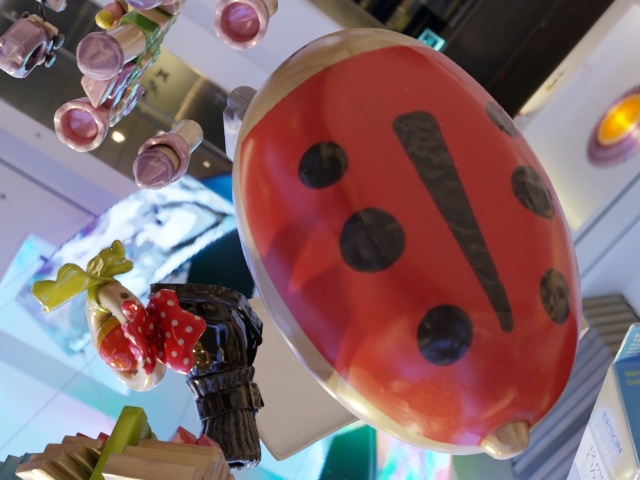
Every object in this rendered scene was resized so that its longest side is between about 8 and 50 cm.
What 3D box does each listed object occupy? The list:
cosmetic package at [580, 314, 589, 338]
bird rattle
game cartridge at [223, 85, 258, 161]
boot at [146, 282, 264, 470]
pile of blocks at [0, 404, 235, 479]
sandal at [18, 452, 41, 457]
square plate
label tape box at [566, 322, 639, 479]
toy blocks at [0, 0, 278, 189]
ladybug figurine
[{"bbox_3d":[0.308,0.086,1.123,0.041,0.060,0.115,-11,-124,-16],"label":"cosmetic package"},{"bbox_3d":[-0.261,0.119,1.161,0.254,0.206,0.143,30,-133,24],"label":"bird rattle"},{"bbox_3d":[-0.007,-0.075,1.155,0.297,0.062,0.198,38,167,7],"label":"game cartridge"},{"bbox_3d":[-0.171,0.222,1.309,0.348,0.131,0.260,51,-141,-62],"label":"boot"},{"bbox_3d":[-0.236,0.224,0.837,0.149,0.362,0.112,53,-144,-31],"label":"pile of blocks"},{"bbox_3d":[-0.447,0.388,1.416,0.049,0.072,0.180,29,-170,30],"label":"sandal"},{"bbox_3d":[-0.069,0.255,1.660,0.347,0.049,0.344,-13,-127,-46],"label":"square plate"},{"bbox_3d":[0.429,0.226,0.909,0.249,0.347,0.115,-5,-134,-4],"label":"label tape box"},{"bbox_3d":[-0.257,-0.237,1.018,0.309,0.288,0.260,32,-152,-5],"label":"toy blocks"},{"bbox_3d":[0.086,-0.023,0.763,0.305,0.162,0.449,-19,-113,-18],"label":"ladybug figurine"}]
